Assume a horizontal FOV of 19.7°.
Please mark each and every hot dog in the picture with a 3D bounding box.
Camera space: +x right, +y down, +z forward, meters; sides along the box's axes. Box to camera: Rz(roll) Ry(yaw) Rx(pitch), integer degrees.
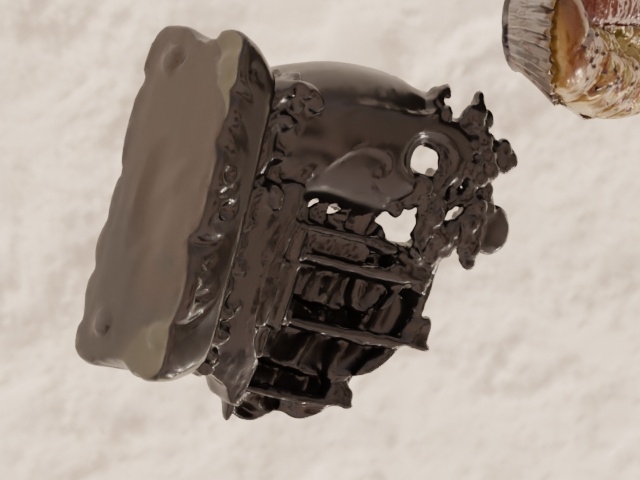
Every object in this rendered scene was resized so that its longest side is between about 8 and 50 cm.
[{"bbox_3d":[0.192,-0.147,1.266,0.252,0.069,0.131,-6,103,-63],"label":"hot dog"}]

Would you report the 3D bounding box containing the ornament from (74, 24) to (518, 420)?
[{"bbox_3d":[0.000,0.000,1.165,0.260,0.106,0.251,19,86,-34],"label":"ornament"}]
